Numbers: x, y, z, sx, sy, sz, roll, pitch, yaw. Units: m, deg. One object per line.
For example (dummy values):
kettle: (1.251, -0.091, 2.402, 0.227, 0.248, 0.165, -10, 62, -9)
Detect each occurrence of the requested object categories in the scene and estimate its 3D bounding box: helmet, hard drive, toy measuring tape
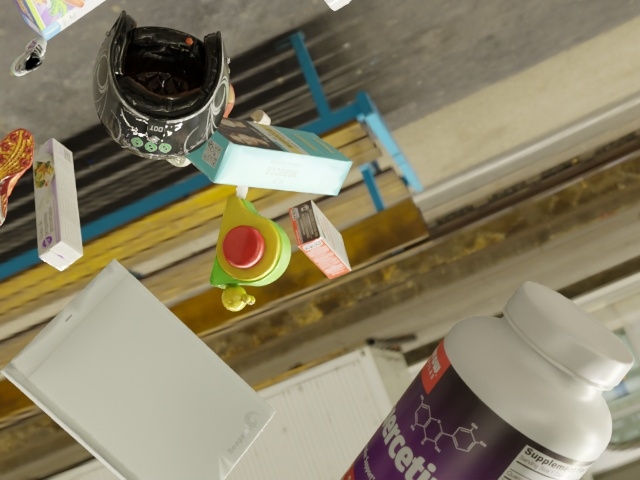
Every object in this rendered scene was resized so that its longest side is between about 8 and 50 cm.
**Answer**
helmet: (-0.181, -0.176, 0.972, 0.169, 0.169, 0.161, -17, 177, -16)
hard drive: (-0.232, 0.201, 1.126, 0.203, 0.307, 0.040, -50, -170, -29)
toy measuring tape: (-0.093, -0.044, 1.382, 0.121, 0.330, 0.121, 13, 174, 1)

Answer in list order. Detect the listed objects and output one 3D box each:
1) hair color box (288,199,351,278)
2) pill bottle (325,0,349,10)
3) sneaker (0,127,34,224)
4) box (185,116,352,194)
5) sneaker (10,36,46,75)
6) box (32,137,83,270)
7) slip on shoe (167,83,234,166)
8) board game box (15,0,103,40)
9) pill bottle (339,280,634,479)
hair color box: (0.000, 0.000, 1.703, 0.053, 0.093, 0.167, -22, 148, 12)
pill bottle: (0.086, -0.419, 1.209, 0.208, 0.117, 0.117, -29, 163, 16)
sneaker: (-0.514, -0.101, 1.355, 0.064, 0.175, 0.067, 30, 171, -38)
box: (-0.075, -0.121, 1.202, 0.244, 0.100, 0.060, 2, 120, -48)
sneaker: (-0.552, -0.359, 1.653, 0.069, 0.098, 0.038, 4, 148, 43)
box: (-0.548, -0.082, 1.763, 0.063, 0.324, 0.067, -33, 138, 14)
slip on shoe: (-0.239, -0.214, 1.522, 0.101, 0.123, 0.331, -47, -167, -24)
board game box: (-0.460, -0.586, 1.667, 0.347, 0.078, 0.233, -41, 155, -17)
pill bottle: (0.156, 0.203, 0.841, 0.181, 0.181, 0.323, 3, 123, -57)
